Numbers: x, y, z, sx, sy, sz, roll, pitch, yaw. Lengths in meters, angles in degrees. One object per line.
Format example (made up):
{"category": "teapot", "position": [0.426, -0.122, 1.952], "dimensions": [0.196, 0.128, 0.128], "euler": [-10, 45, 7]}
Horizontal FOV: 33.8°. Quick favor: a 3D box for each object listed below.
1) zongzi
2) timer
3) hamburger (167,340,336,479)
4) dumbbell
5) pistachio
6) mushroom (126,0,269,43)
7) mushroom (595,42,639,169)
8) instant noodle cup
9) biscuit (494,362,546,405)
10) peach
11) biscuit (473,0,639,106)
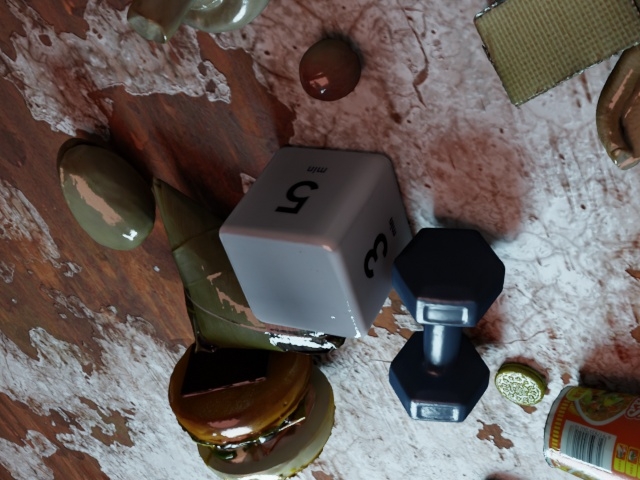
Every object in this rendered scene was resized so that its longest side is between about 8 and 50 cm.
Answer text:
{"category": "zongzi", "position": [-0.110, 0.035, 1.680], "dimensions": [0.289, 0.154, 0.317], "euler": [-1, 126, 26]}
{"category": "timer", "position": [0.000, 0.000, 1.513], "dimensions": [0.194, 0.195, 0.192], "euler": [8, 136, 30]}
{"category": "hamburger", "position": [-0.118, 0.287, 1.852], "dimensions": [0.291, 0.291, 0.225], "euler": [4, 136, 32]}
{"category": "dumbbell", "position": [0.181, 0.131, 1.558], "dimensions": [0.144, 0.160, 0.325], "euler": [28, 144, 24]}
{"category": "pistachio", "position": [-0.353, -0.077, 1.729], "dimensions": [0.206, 0.131, 0.129], "euler": [51, 166, -24]}
{"category": "mushroom", "position": [-0.160, -0.324, 1.255], "dimensions": [0.207, 0.215, 0.207], "euler": [22, 150, 13]}
{"category": "mushroom", "position": [0.369, -0.177, 1.154], "dimensions": [0.094, 0.072, 0.210], "euler": [32, 130, 10]}
{"category": "instant noodle cup", "position": [0.452, 0.303, 1.557], "dimensions": [0.212, 0.193, 0.193], "euler": [11, 138, 37]}
{"category": "biscuit", "position": [0.319, 0.229, 1.679], "dimensions": [0.084, 0.023, 0.084], "euler": [19, 139, 17]}
{"category": "peach", "position": [0.011, -0.218, 1.363], "dimensions": [0.083, 0.083, 0.083], "euler": [19, 141, 17]}
{"category": "biscuit", "position": [0.265, -0.239, 1.160], "dimensions": [0.199, 0.040, 0.121], "euler": [-24, 95, 50]}
